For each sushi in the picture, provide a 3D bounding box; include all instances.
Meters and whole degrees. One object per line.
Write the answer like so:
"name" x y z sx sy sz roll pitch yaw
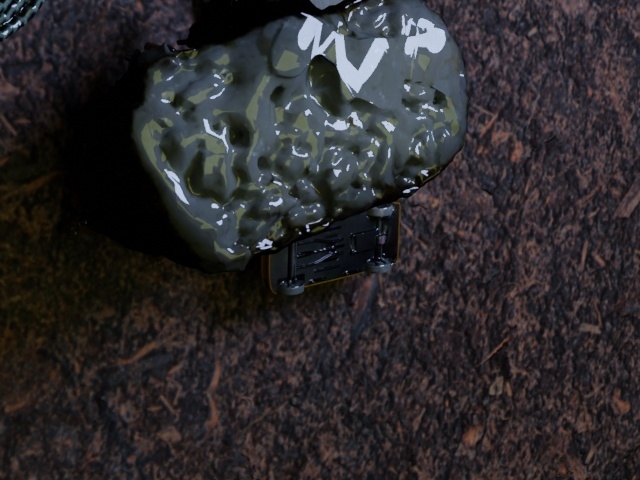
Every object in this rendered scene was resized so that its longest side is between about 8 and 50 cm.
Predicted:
"sushi" -0.047 -0.113 1.444 0.348 0.207 0.234 -18 97 -26

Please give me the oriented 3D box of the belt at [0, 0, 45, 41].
"belt" -0.290 -0.268 1.275 0.207 0.150 0.258 19 87 -47

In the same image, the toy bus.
"toy bus" 0.000 0.000 1.596 0.162 0.074 0.070 -12 113 -38

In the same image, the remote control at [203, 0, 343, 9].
"remote control" -0.023 -0.221 1.566 0.190 0.029 0.088 -20 110 -31
